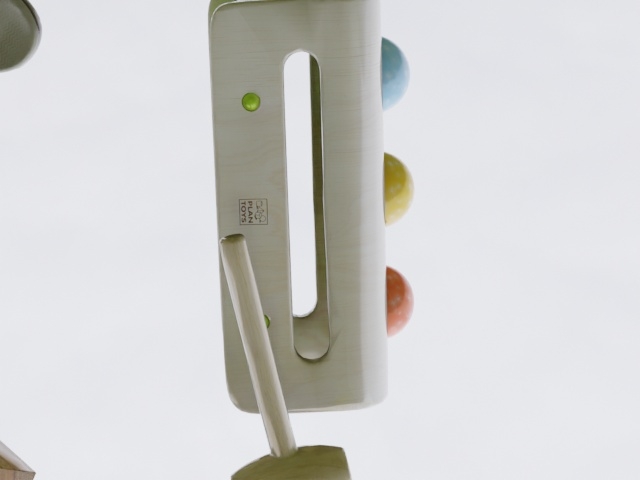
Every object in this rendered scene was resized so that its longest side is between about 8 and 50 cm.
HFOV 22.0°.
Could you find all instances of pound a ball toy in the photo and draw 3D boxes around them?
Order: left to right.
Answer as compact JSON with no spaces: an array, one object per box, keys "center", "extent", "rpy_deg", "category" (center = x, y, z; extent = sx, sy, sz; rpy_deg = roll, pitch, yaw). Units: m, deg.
[{"center":[0.000,0.000,1.072],"extent":[0.136,0.319,0.208],"rpy_deg":[-3,-167,-4],"category":"pound a ball toy"}]

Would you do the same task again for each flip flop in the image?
[{"center":[-0.410,-0.235,1.608],"extent":[0.277,0.112,0.080],"rpy_deg":[25,-151,-17],"category":"flip flop"}]

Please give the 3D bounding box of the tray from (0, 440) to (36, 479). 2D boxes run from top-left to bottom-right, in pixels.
[{"center":[-0.411,0.192,1.402],"extent":[0.076,0.202,0.411],"rpy_deg":[16,-170,-46],"category":"tray"}]
